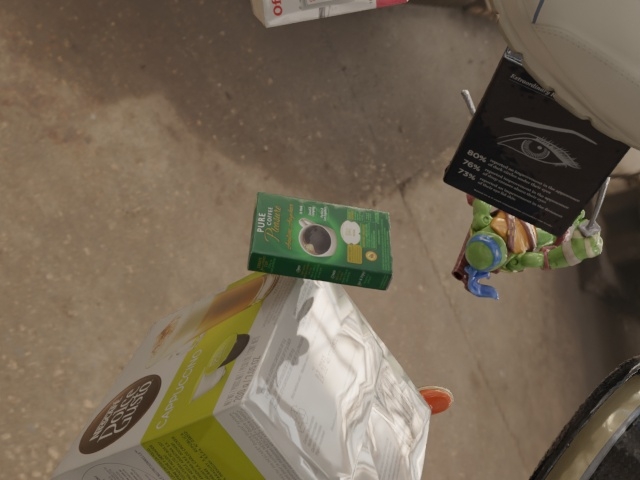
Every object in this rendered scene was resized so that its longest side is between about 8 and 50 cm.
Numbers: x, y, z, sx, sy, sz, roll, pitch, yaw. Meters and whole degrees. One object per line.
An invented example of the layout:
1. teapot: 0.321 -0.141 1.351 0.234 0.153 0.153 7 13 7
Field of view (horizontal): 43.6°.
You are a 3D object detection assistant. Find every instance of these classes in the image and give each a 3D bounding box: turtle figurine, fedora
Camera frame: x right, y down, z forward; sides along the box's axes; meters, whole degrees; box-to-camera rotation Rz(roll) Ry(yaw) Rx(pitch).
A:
1. turtle figurine: 0.302 -0.056 1.095 0.266 0.198 0.274 -18 117 -60
2. fedora: 0.311 0.281 0.800 0.334 0.152 0.334 -31 138 -32

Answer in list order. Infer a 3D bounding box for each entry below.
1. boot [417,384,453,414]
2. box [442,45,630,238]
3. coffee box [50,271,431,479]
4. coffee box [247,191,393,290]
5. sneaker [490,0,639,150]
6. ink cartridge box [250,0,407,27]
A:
1. boot: 0.176 0.316 1.482 0.084 0.158 0.059 -113 -166 -74
2. box: 0.242 -0.124 0.847 0.153 0.207 0.108 27 56 5
3. coffee box: -0.087 0.279 1.112 0.338 0.334 0.337 54 29 -18
4. coffee box: 0.000 0.000 1.040 0.184 0.040 0.113 8 48 -9
5. sneaker: 0.125 -0.175 0.334 0.111 0.129 0.297 -20 90 -8
6. ink cartridge box: 0.006 -0.526 1.481 0.117 0.283 0.207 -118 -163 -58
